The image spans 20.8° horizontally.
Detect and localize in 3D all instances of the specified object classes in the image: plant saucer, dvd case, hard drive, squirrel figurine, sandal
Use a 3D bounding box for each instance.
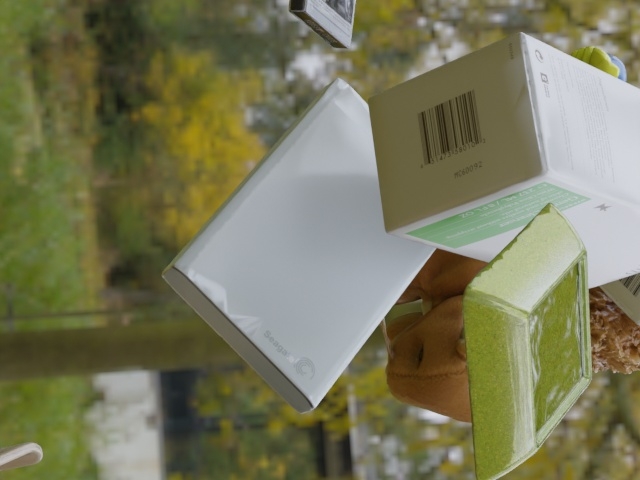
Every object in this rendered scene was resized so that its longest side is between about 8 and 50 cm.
[{"bbox_3d":[0.185,0.089,1.484,0.188,0.045,0.188,-40,130,-51],"label":"plant saucer"},{"bbox_3d":[0.012,-0.385,2.240,0.179,0.030,0.238,25,71,-69],"label":"dvd case"},{"bbox_3d":[0.000,0.000,1.802,0.307,0.203,0.040,-51,-168,-33],"label":"hard drive"},{"bbox_3d":[0.250,0.076,2.286,0.370,0.397,0.281,-77,158,-54],"label":"squirrel figurine"},{"bbox_3d":[0.395,-0.191,2.633,0.126,0.138,0.317,-63,-174,-18],"label":"sandal"}]

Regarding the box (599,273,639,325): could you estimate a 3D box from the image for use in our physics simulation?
[{"bbox_3d":[0.473,0.046,2.181,0.113,0.275,0.094,51,-58,40],"label":"box"}]

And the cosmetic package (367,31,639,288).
[{"bbox_3d":[0.238,-0.070,1.767,0.197,0.365,0.155,-22,-115,36],"label":"cosmetic package"}]

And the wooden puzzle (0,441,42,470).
[{"bbox_3d":[-0.440,0.247,1.792,0.239,0.221,0.044,-11,88,-58],"label":"wooden puzzle"}]
